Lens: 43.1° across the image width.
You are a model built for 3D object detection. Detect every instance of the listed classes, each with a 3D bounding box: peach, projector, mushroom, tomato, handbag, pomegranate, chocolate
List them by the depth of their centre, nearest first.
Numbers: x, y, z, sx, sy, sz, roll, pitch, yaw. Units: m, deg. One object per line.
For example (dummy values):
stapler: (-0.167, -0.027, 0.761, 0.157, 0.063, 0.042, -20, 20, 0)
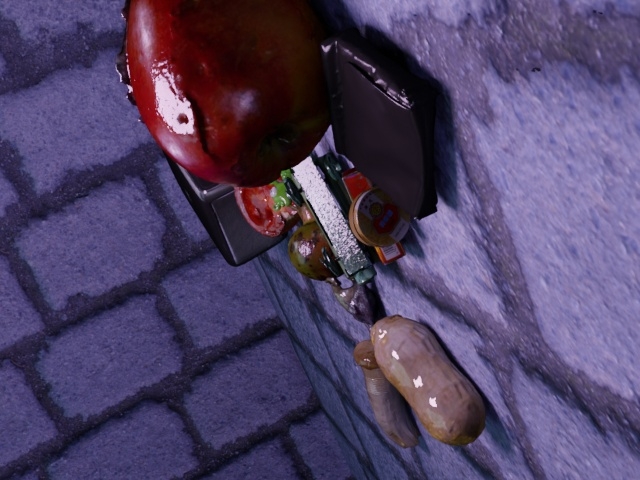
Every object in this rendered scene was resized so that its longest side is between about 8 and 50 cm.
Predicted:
handbag: (0.099, -0.174, 1.192, 0.223, 0.080, 0.247, 44, 158, 36)
peach: (-0.149, -0.309, 1.343, 0.417, 0.339, 0.353, 59, 148, 25)
chocolate: (0.210, 0.268, 1.588, 0.309, 0.134, 0.134, 49, 163, 34)
pomegranate: (0.001, -0.010, 1.808, 0.156, 0.156, 0.220, -164, 63, -74)
tomato: (-0.096, -0.134, 1.963, 0.200, 0.139, 0.233, 54, 133, 6)
mushroom: (0.176, 0.412, 2.147, 0.122, 0.095, 0.351, 17, 138, 49)
projector: (-0.289, -0.186, 2.419, 0.395, 0.242, 0.405, 52, 167, 31)

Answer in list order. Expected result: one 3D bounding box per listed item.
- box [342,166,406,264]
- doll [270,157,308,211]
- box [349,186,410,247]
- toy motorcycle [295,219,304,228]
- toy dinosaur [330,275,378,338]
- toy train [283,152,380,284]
box: (0.094, -0.049, 1.471, 0.175, 0.048, 0.112, 64, -174, -7)
doll: (-0.072, -0.154, 1.801, 0.115, 0.190, 0.050, 5, 165, 41)
box: (0.101, -0.040, 1.390, 0.105, 0.105, 0.037, 64, 159, -7)
toy motorcycle: (-0.028, -0.018, 2.073, 0.215, 0.080, 0.122, 61, 169, 26)
toy dinosaur: (0.094, 0.150, 1.955, 0.162, 0.077, 0.294, 46, 175, 42)
toy train: (0.042, -0.054, 1.666, 0.307, 0.126, 0.189, 61, -160, 5)
